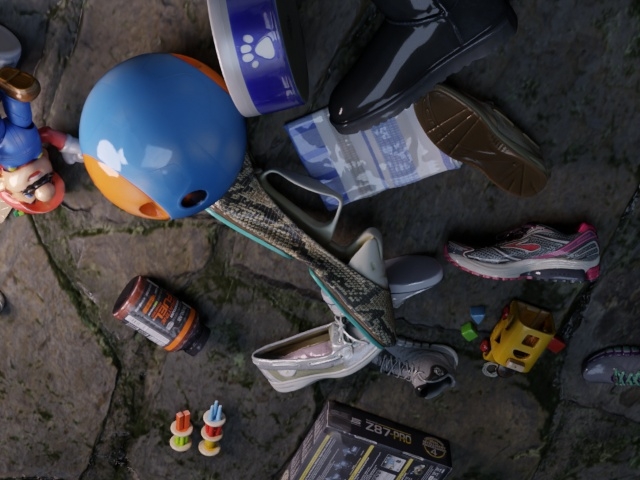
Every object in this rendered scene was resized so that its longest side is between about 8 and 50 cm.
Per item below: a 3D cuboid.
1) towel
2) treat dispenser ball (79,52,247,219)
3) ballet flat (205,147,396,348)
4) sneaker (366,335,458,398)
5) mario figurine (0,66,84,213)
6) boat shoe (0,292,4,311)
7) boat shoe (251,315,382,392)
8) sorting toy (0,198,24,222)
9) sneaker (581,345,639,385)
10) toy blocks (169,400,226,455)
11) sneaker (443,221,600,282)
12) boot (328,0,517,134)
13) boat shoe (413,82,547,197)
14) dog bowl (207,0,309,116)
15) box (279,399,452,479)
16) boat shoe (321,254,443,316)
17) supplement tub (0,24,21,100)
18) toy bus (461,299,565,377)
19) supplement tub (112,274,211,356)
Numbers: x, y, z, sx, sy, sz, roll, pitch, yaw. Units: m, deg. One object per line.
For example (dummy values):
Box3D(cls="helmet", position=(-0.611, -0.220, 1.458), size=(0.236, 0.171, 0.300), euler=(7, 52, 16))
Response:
Box3D(cls="towel", position=(0.100, -0.177, 1.798), size=(0.285, 0.034, 0.209), euler=(-18, 121, 16))
Box3D(cls="treat dispenser ball", position=(-0.270, -0.179, 1.668), size=(0.288, 0.288, 0.288), euler=(2, 125, 3))
Box3D(cls="ballet flat", position=(0.000, 0.000, 1.822), size=(0.482, 0.164, 0.182), euler=(39, 99, -4))
Box3D(cls="sneaker", position=(0.182, 0.273, 2.044), size=(0.228, 0.132, 0.086), euler=(4, 125, 1))
Box3D(cls="mario figurine", position=(-0.528, -0.151, 1.747), size=(0.198, 0.170, 0.321), euler=(-4, 146, -3))
Box3D(cls="boat shoe", position=(-0.774, 0.099, 2.024), size=(0.227, 0.081, 0.079), euler=(35, 120, -19))
Box3D(cls="boat shoe", position=(0.006, 0.224, 2.037), size=(0.320, 0.118, 0.103), euler=(-23, 125, 27))
Box3D(cls="sorting toy", position=(-0.640, -0.065, 1.942), size=(0.083, 0.012, 0.062), euler=(34, 116, -14))
Box3D(cls="sneaker", position=(0.667, 0.276, 2.032), size=(0.223, 0.098, 0.083), euler=(-13, 123, 12))
Box3D(cls="toy blocks", position=(-0.283, 0.425, 2.232), size=(0.123, 0.054, 0.148), euler=(10, 125, -3))
Box3D(cls="sneaker", position=(0.389, 0.018, 1.878), size=(0.299, 0.121, 0.112), euler=(1, 96, 4))
Box3D(cls="boot", position=(0.059, -0.433, 1.549), size=(0.367, 0.146, 0.445), euler=(-33, 121, 13))
Box3D(cls="boat shoe", position=(0.289, -0.196, 1.735), size=(0.302, 0.098, 0.109), euler=(33, 134, -20))
Box3D(cls="dog bowl", position=(-0.097, -0.338, 1.559), size=(0.104, 0.265, 0.265), euler=(-10, 124, 8))
Box3D(cls="box", position=(0.083, 0.584, 2.292), size=(0.318, 0.097, 0.395), euler=(19, 124, -11))
Box3D(cls="boat shoe", position=(0.133, 0.097, 1.961), size=(0.258, 0.095, 0.084), euler=(-10, 128, 24))
Box3D(cls="supplement tub", position=(-0.619, -0.290, 1.720), size=(0.117, 0.117, 0.190), euler=(27, 123, -14))
Box3D(cls="toy bus", position=(0.405, 0.225, 2.012), size=(0.190, 0.104, 0.202), euler=(-19, 121, 17))
Box3D(cls="supplement tub", position=(-0.328, 0.164, 2.023), size=(0.198, 0.106, 0.106), euler=(35, 120, -19))
